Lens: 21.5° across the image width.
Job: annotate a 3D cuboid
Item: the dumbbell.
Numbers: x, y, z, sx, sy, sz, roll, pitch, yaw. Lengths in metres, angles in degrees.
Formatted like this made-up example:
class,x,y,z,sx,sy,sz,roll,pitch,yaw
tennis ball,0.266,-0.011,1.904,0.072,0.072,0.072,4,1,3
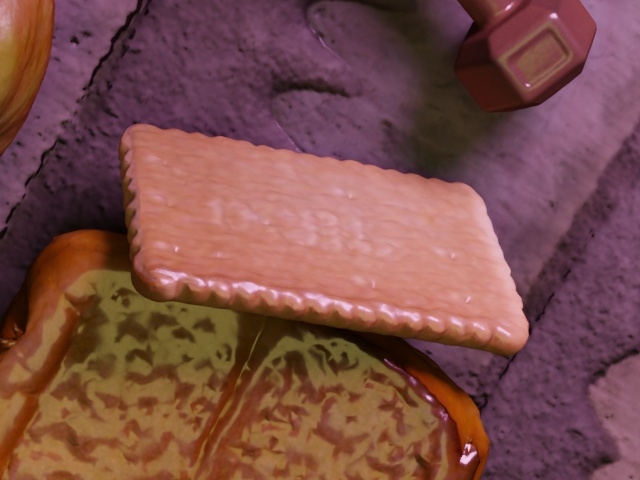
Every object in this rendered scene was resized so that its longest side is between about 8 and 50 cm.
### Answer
class,x,y,z,sx,sy,sz,roll,pitch,yaw
dumbbell,0.080,-0.185,1.042,0.092,0.082,0.231,-36,106,5

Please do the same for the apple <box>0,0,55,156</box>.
class,x,y,z,sx,sy,sz,roll,pitch,yaw
apple,-0.301,-0.104,0.932,0.250,0.277,0.309,39,73,-1

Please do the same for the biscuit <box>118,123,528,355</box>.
class,x,y,z,sx,sy,sz,roll,pitch,yaw
biscuit,0.000,0.001,1.036,0.250,0.160,0.030,9,127,-19

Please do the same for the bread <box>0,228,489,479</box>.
class,x,y,z,sx,sy,sz,roll,pitch,yaw
bread,-0.093,0.168,1.089,0.328,0.148,0.337,25,96,-6
